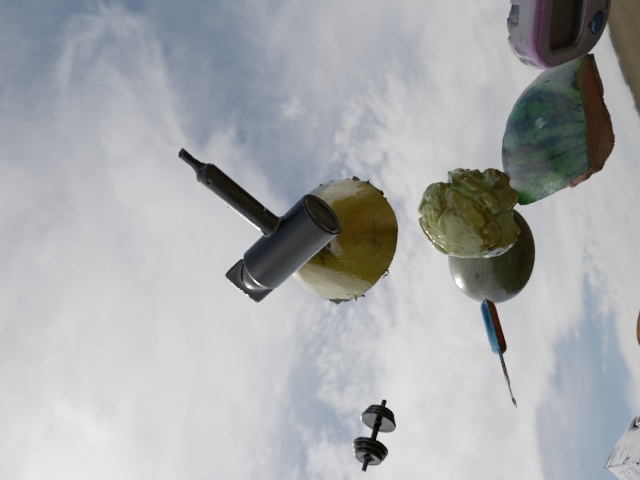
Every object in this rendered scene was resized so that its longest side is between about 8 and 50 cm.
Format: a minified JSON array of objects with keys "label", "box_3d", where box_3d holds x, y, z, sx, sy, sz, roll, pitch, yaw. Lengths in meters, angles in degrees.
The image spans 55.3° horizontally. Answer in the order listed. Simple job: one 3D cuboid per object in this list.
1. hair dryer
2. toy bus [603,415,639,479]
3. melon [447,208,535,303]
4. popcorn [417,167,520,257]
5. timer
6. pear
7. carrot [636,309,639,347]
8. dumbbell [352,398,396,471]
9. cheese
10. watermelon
[{"label":"hair dryer","box_3d":[-0.124,-0.035,0.902,0.248,0.195,0.078,41,-155,-16]},{"label":"toy bus","box_3d":[0.552,0.342,0.978,0.112,0.138,0.317,42,174,26]},{"label":"melon","box_3d":[0.472,0.033,1.687,0.237,0.238,0.301,-69,-24,-46]},{"label":"popcorn","box_3d":[0.301,-0.049,1.249,0.221,0.204,0.183,32,-106,-62]},{"label":"timer","box_3d":[0.337,-0.355,0.853,0.191,0.069,0.208,-25,-54,-30]},{"label":"pear","box_3d":[0.001,-0.002,1.173,0.178,0.267,0.266,1,-106,-56]},{"label":"carrot","box_3d":[0.945,0.216,1.511,0.100,0.307,0.258,-17,-114,-35]},{"label":"dumbbell","box_3d":[0.142,0.509,1.604,0.099,0.099,0.208,53,-138,-28]},{"label":"cheese","box_3d":[0.373,0.221,1.277,0.106,0.037,0.256,58,-160,-47]},{"label":"watermelon","box_3d":[0.580,-0.273,1.441,0.222,0.319,0.292,-57,-57,-84]}]
